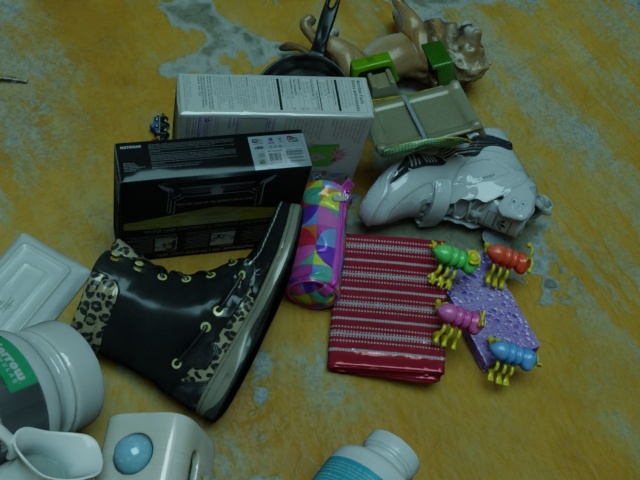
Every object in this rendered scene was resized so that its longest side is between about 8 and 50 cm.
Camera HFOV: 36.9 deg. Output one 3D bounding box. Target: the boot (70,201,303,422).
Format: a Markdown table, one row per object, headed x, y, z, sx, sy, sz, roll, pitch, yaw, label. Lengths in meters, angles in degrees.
| x | y | z | sx | sy | sz | roll | pitch | yaw | label |
| --- | --- | --- | --- | --- | --- | --- | --- | --- | --- |
| -0.208 | 0.068 | 1.540 | 0.284 | 0.138 | 0.377 | 22 | 78 | 5 | boot |

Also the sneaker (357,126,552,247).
| x | y | z | sx | sy | sz | roll | pitch | yaw | label |
| --- | --- | --- | --- | --- | --- | --- | --- | --- | --- |
| 0.257 | -0.069 | 1.759 | 0.366 | 0.137 | 0.210 | -24 | 63 | -29 | sneaker |

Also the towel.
| x | y | z | sx | sy | sz | roll | pitch | yaw | label |
| --- | --- | --- | --- | --- | --- | --- | --- | --- | --- |
| 0.119 | 0.112 | 1.661 | 0.199 | 0.031 | 0.275 | 5 | 57 | 2 | towel |

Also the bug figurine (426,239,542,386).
| x | y | z | sx | sy | sz | roll | pitch | yaw | label |
| --- | --- | --- | --- | --- | --- | --- | --- | --- | --- |
| 0.285 | 0.100 | 1.644 | 0.216 | 0.072 | 0.279 | 16 | 56 | -20 | bug figurine |

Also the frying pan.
| x | y | z | sx | sy | sz | roll | pitch | yaw | label |
| --- | --- | --- | --- | --- | --- | --- | --- | --- | --- |
| -0.042 | -0.327 | 1.862 | 0.197 | 0.053 | 0.326 | -6 | 73 | 4 | frying pan |

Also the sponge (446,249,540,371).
| x | y | z | sx | sy | sz | roll | pitch | yaw | label |
| --- | --- | --- | --- | --- | --- | --- | --- | --- | --- |
| 0.293 | 0.122 | 1.710 | 0.117 | 0.031 | 0.210 | -15 | 62 | -20 | sponge |

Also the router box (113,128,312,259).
| x | y | z | sx | sy | sz | roll | pitch | yaw | label |
| --- | --- | --- | --- | --- | --- | --- | --- | --- | --- |
| -0.187 | -0.071 | 1.600 | 0.309 | 0.243 | 0.081 | -6 | 59 | -17 | router box |

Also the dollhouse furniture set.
| x | y | z | sx | sy | sz | roll | pitch | yaw | label |
| --- | --- | --- | --- | --- | --- | --- | --- | --- | --- |
| 0.178 | -0.217 | 1.786 | 0.197 | 0.151 | 0.301 | -14 | 42 | -1 | dollhouse furniture set |

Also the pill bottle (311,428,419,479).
| x | y | z | sx | sy | sz | roll | pitch | yaw | label |
| --- | --- | --- | --- | --- | --- | --- | --- | --- | --- |
| 0.038 | 0.403 | 1.403 | 0.146 | 0.146 | 0.264 | 36 | 58 | 11 | pill bottle |

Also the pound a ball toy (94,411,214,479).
| x | y | z | sx | sy | sz | roll | pitch | yaw | label |
| --- | --- | --- | --- | --- | --- | --- | --- | --- | --- |
| -0.274 | 0.386 | 1.221 | 0.208 | 0.136 | 0.319 | -5 | 55 | 19 | pound a ball toy |

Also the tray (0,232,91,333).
| x | y | z | sx | sy | sz | roll | pitch | yaw | label |
| --- | --- | --- | --- | --- | --- | --- | --- | --- | --- |
| -0.505 | 0.107 | 1.543 | 0.145 | 0.030 | 0.270 | 28 | 56 | 7 | tray |

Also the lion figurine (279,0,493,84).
| x | y | z | sx | sy | sz | roll | pitch | yaw | label |
| --- | --- | --- | --- | --- | --- | --- | --- | --- | --- |
| 0.137 | -0.375 | 1.951 | 0.392 | 0.142 | 0.240 | -23 | 72 | -9 | lion figurine |

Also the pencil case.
| x | y | z | sx | sy | sz | roll | pitch | yaw | label |
| --- | --- | --- | --- | --- | --- | --- | --- | --- | --- |
| 0.000 | 0.000 | 1.679 | 0.104 | 0.104 | 0.236 | 11 | 59 | -5 | pencil case |

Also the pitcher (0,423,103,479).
| x | y | z | sx | sy | sz | roll | pitch | yaw | label |
| --- | --- | --- | --- | --- | --- | --- | --- | --- | --- |
| -0.394 | 0.316 | 1.185 | 0.177 | 0.207 | 0.125 | 28 | 21 | -21 | pitcher |

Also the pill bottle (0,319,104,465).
| x | y | z | sx | sy | sz | roll | pitch | yaw | label |
| --- | --- | --- | --- | --- | --- | --- | --- | --- | --- |
| -0.486 | 0.241 | 1.298 | 0.204 | 0.204 | 0.361 | 45 | 36 | 17 | pill bottle |

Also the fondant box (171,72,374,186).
| x | y | z | sx | sy | sz | roll | pitch | yaw | label |
| --- | --- | --- | --- | --- | --- | --- | --- | --- | --- |
| -0.094 | -0.178 | 1.691 | 0.330 | 0.238 | 0.096 | 0 | 57 | -13 | fondant box |

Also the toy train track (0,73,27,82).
| x | y | z | sx | sy | sz | roll | pitch | yaw | label |
| --- | --- | --- | --- | --- | --- | --- | --- | --- | --- |
| -0.594 | -0.303 | 1.797 | 0.083 | 0.014 | 0.048 | 5 | 50 | -16 | toy train track |

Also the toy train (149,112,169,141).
| x | y | z | sx | sy | sz | roll | pitch | yaw | label |
| --- | --- | --- | --- | --- | --- | --- | --- | --- | --- |
| -0.299 | -0.170 | 1.769 | 0.036 | 0.027 | 0.158 | -3 | 59 | -2 | toy train |
